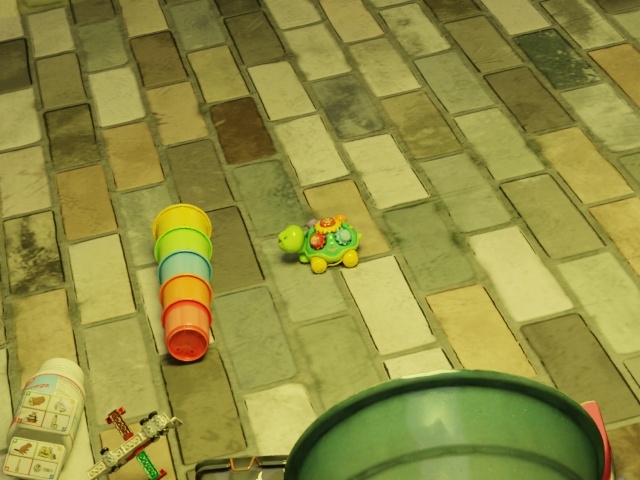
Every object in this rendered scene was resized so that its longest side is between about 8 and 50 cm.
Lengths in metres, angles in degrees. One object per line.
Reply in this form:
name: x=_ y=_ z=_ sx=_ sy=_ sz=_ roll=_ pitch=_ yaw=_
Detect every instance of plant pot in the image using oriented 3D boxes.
plant pot: x=0.141 y=0.363 z=1.601 sx=0.341 sy=0.341 sz=0.334 roll=-8 pitch=46 yaw=3

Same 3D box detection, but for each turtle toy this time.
turtle toy: x=0.000 y=0.000 z=2.499 sx=0.130 sy=0.066 sz=0.095 roll=-11 pitch=30 yaw=-2

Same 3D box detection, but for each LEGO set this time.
LEGO set: x=-0.283 y=0.298 z=2.065 sx=0.244 sy=0.060 sz=0.182 roll=7 pitch=69 yaw=17

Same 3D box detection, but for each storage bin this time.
storage bin: x=-0.088 y=0.320 z=1.972 sx=0.135 sy=0.098 sz=0.091 roll=-5 pitch=41 yaw=8

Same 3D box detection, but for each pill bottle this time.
pill bottle: x=-0.366 y=0.230 z=2.194 sx=0.087 sy=0.087 sz=0.160 roll=-6 pitch=30 yaw=7

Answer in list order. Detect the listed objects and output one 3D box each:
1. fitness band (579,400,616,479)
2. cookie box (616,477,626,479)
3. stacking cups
fitness band: x=0.244 y=0.269 z=1.946 sx=0.209 sy=0.054 sz=0.291 roll=-13 pitch=20 yaw=9
cookie box: x=0.343 y=0.332 z=1.872 sx=0.092 sy=0.040 sz=0.107 roll=-21 pitch=31 yaw=-16
stacking cups: x=-0.202 y=0.058 z=2.427 sx=0.096 sy=0.096 sz=0.316 roll=-10 pitch=30 yaw=-1
